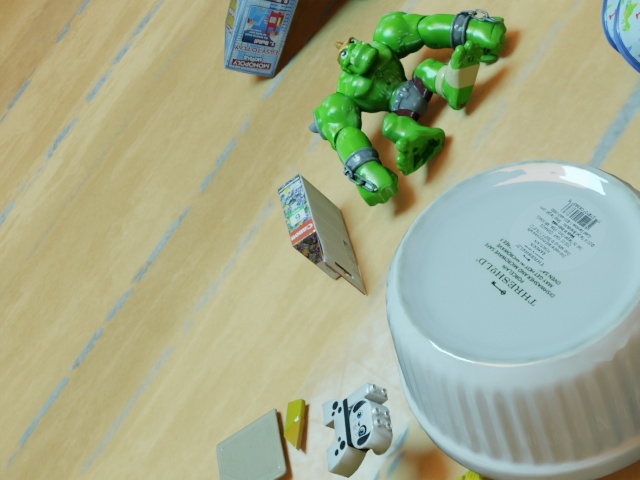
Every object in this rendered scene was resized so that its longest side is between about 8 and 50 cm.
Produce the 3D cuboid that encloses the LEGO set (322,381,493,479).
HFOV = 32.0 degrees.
[{"bbox_3d":[0.069,0.194,0.739,0.093,0.087,0.227,-42,37,34],"label":"LEGO set"}]

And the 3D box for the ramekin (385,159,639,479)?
[{"bbox_3d":[0.139,0.043,0.725,0.207,0.109,0.207,-13,46,14],"label":"ramekin"}]

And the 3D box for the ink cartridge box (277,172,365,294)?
[{"bbox_3d":[0.000,0.000,0.976,0.029,0.063,0.115,-35,42,18],"label":"ink cartridge box"}]

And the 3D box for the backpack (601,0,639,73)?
[{"bbox_3d":[0.263,-0.168,0.824,0.084,0.105,0.114,-30,39,58],"label":"backpack"}]

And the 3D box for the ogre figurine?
[{"bbox_3d":[0.067,-0.132,0.996,0.118,0.097,0.197,29,98,33],"label":"ogre figurine"}]

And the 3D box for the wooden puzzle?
[{"bbox_3d":[-0.056,0.183,0.932,0.116,0.014,0.078,-29,40,25],"label":"wooden puzzle"}]

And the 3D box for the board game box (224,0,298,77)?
[{"bbox_3d":[-0.063,-0.287,1.204,0.194,0.060,0.194,-111,34,-59],"label":"board game box"}]
